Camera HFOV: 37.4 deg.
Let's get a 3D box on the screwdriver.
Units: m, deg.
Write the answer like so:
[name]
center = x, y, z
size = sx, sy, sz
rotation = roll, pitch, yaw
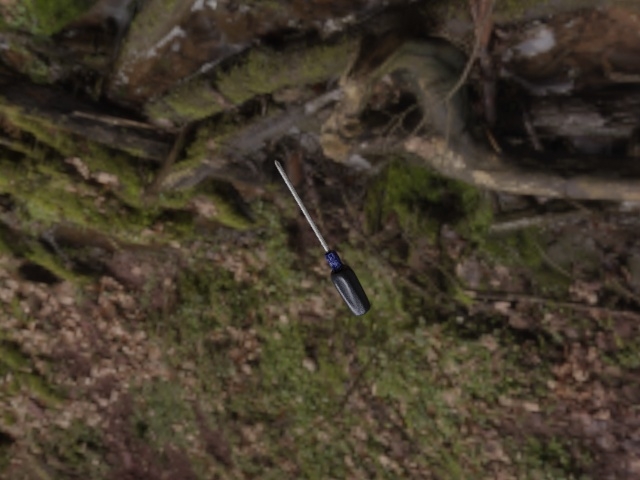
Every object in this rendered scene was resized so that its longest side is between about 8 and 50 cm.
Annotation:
[screwdriver]
center = 0.000, 0.000, 0.869
size = 0.024, 0.025, 0.170
rotation = -23, 112, 22
